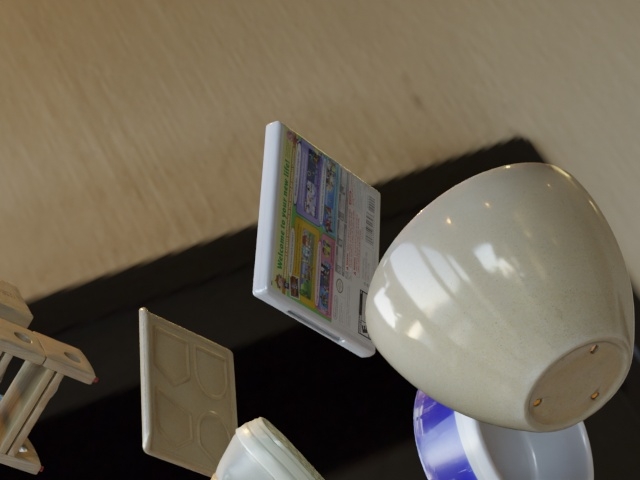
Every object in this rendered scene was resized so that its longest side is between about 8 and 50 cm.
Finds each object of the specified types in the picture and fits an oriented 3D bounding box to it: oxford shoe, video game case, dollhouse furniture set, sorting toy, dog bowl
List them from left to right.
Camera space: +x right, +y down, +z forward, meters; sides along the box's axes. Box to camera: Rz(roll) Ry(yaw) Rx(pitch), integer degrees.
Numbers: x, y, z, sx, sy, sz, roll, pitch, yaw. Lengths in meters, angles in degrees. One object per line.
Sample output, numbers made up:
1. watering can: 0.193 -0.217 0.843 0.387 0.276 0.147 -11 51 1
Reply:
1. dollhouse furniture set: -0.348 0.137 1.605 0.129 0.183 0.129 27 -80 -33
2. sorting toy: -0.184 0.266 2.056 0.041 0.307 0.229 -21 -33 25
3. video game case: 0.000 0.000 1.646 0.023 0.212 0.193 -18 -35 34
4. oxford shoe: 0.035 0.388 1.575 0.130 0.449 0.169 -42 4 -4
5. dog bowl: 0.247 0.270 1.985 0.104 0.265 0.265 -29 -23 36

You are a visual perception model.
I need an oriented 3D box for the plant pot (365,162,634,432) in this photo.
1. plant pot: 0.215 0.088 1.544 0.284 0.191 0.284 -18 -45 -19
